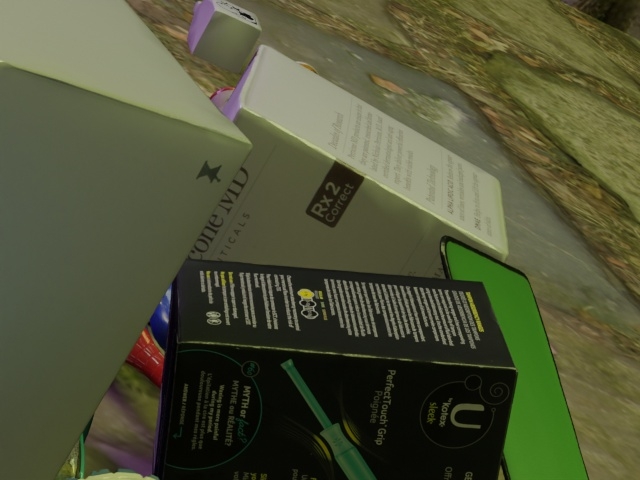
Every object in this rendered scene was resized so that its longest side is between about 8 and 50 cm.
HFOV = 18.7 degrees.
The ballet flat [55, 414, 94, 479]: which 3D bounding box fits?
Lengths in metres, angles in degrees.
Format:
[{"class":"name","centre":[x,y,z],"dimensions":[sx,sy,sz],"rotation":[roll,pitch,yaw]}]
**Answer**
[{"class":"ballet flat","centre":[-0.130,0.092,0.938],"dimensions":[0.041,0.041,0.114],"rotation":[28,17,-11]}]

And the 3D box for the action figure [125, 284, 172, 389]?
[{"class":"action figure","centre":[-0.118,-0.027,1.102],"dimensions":[0.280,0.139,0.091],"rotation":[34,15,36]}]

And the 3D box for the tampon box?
[{"class":"tampon box","centre":[0.003,0.086,0.954],"dimensions":[0.161,0.120,0.101],"rotation":[6,23,-7]}]

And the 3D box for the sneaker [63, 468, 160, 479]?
[{"class":"sneaker","centre":[-0.048,0.126,0.699],"dimensions":[0.135,0.052,0.058],"rotation":[24,16,-25]}]

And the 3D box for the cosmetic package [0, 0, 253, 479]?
[{"class":"cosmetic package","centre":[-0.179,-0.022,0.853],"dimensions":[0.138,0.224,0.225],"rotation":[15,23,-43]}]

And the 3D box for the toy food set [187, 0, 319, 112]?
[{"class":"toy food set","centre":[-0.114,-0.147,1.477],"dimensions":[0.232,0.111,0.104],"rotation":[22,20,-19]}]

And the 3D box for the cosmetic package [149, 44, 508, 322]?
[{"class":"cosmetic package","centre":[0.000,0.000,1.208],"dimensions":[0.183,0.151,0.151],"rotation":[28,18,-7]}]

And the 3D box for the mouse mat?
[{"class":"mouse mat","centre":[0.115,0.095,1.067],"dimensions":[0.152,0.007,0.190],"rotation":[23,50,-63]}]
